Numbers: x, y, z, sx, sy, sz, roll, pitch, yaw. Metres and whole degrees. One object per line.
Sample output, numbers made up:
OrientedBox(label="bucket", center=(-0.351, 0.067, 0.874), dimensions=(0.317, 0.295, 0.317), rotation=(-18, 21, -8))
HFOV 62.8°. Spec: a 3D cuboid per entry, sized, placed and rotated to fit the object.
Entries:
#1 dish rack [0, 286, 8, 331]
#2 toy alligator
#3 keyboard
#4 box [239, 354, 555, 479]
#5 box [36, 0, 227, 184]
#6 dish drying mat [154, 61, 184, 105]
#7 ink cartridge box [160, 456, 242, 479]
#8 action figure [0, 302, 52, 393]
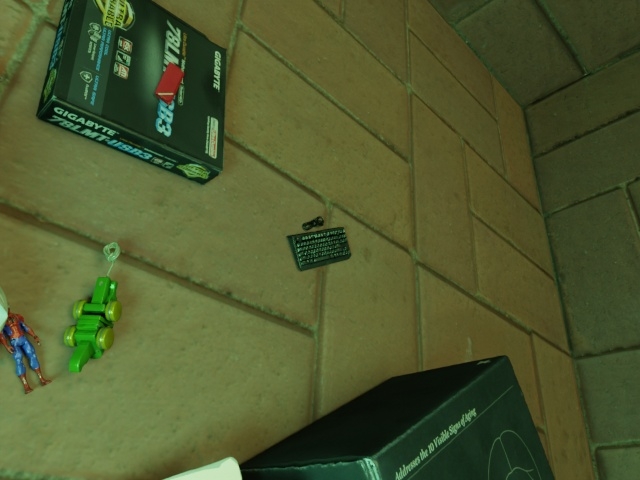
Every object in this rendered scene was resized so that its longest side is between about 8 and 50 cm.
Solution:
OrientedBox(label="dish rack", center=(-0.411, 0.056, 0.443), dimensions=(0.286, 0.072, 0.333), rotation=(-72, 160, -46))
OrientedBox(label="toy alligator", center=(-0.300, 0.095, 0.723), dimensions=(0.051, 0.056, 0.190), rotation=(85, 7, -57))
OrientedBox(label="keyboard", center=(0.000, 0.000, 1.135), dimensions=(0.180, 0.023, 0.108), rotation=(-11, 79, -51))
OrientedBox(label="box", center=(0.183, 0.499, 0.863), dimensions=(0.479, 0.297, 0.472), rotation=(-9, 79, -50))
OrientedBox(label="box", center=(-0.298, -0.279, 0.903), dimensions=(0.293, 0.073, 0.296), rotation=(21, 56, -40))
OrientedBox(label="dish drying mat", center=(-0.253, -0.265, 0.883), dimensions=(0.032, 0.008, 0.083), rotation=(35, 49, -32))
OrientedBox(label="ink cartridge box", center=(-0.116, 0.424, 0.544), dimensions=(0.207, 0.119, 0.354), rotation=(-9, 66, -30))
OrientedBox(label="action figure", center=(-0.368, 0.128, 0.644), dimensions=(0.038, 0.030, 0.115), rotation=(-24, 87, -48))
